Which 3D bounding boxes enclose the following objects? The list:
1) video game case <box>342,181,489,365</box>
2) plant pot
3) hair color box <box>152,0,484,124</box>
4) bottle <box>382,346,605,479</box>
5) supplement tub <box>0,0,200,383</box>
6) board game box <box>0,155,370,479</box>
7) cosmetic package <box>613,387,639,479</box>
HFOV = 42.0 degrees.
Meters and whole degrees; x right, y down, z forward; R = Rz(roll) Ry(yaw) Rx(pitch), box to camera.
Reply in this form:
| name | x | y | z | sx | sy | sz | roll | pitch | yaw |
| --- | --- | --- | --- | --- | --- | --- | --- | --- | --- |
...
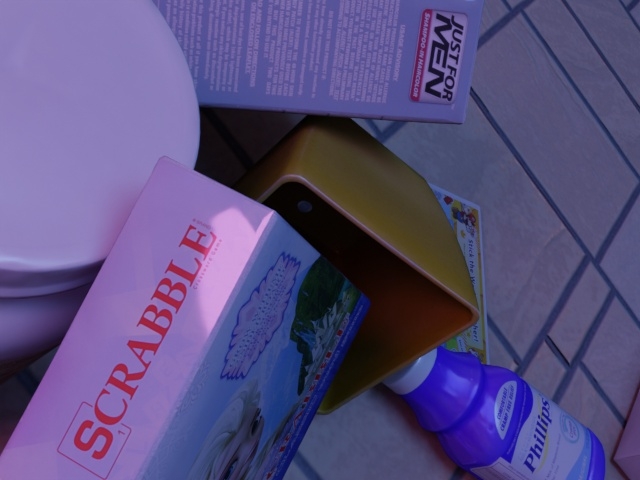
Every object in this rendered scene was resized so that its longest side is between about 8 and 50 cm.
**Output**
| name | x | y | z | sx | sy | sz | roll | pitch | yaw |
| --- | --- | --- | --- | --- | --- | --- | --- | --- | --- |
| video game case | 0.112 | 0.028 | 0.970 | 0.206 | 0.026 | 0.226 | 21 | 57 | -31 |
| plant pot | 0.000 | 0.000 | 0.781 | 0.212 | 0.212 | 0.187 | 36 | 37 | -21 |
| hair color box | -0.074 | -0.179 | 0.716 | 0.375 | 0.185 | 0.113 | 1 | 107 | -20 |
| bottle | 0.187 | 0.198 | 0.903 | 0.283 | 0.092 | 0.118 | 38 | 54 | -20 |
| supplement tub | -0.238 | -0.023 | 0.499 | 0.236 | 0.325 | 0.235 | 18 | 59 | -33 |
| board game box | -0.086 | 0.143 | 0.494 | 0.066 | 0.318 | 0.318 | 26 | 85 | 15 |
| cosmetic package | 0.537 | 0.284 | 1.119 | 0.224 | 0.138 | 0.224 | 52 | 47 | -9 |
